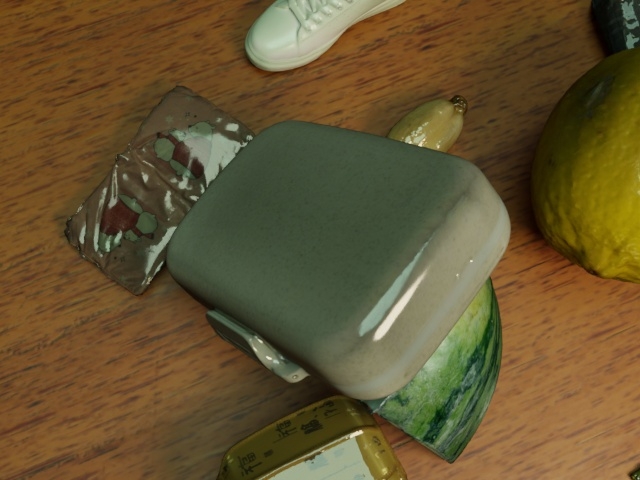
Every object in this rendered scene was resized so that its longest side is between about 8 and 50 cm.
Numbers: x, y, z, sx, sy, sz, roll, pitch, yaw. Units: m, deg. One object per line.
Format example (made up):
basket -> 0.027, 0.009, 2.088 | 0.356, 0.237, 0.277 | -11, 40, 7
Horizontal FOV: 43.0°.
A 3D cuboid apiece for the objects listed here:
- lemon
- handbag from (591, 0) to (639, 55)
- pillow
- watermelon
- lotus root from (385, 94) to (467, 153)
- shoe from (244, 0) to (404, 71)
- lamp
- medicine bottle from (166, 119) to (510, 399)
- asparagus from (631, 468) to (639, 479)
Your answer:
lemon -> 0.375, -0.085, 0.943 | 0.260, 0.260, 0.284 | 8, 70, -2
handbag -> 0.492, -0.303, 1.095 | 0.270, 0.088, 0.175 | -28, 88, -9
pillow -> -0.198, -0.064, 1.003 | 0.135, 0.049, 0.248 | 34, 81, 5
watermelon -> 0.100, 0.124, 0.919 | 0.201, 0.262, 0.213 | 17, 68, 34
lotus root -> 0.127, -0.129, 1.032 | 0.150, 0.062, 0.073 | -40, 105, -10
shoe -> 0.017, -0.319, 1.047 | 0.265, 0.110, 0.095 | -33, 82, -13
lamp -> -0.010, 0.261, 0.884 | 0.185, 0.161, 0.161 | -28, 80, -8
medicine bottle -> 0.000, 0.000, 0.857 | 0.282, 0.375, 0.123 | -52, 129, -13
asparagus -> 0.420, 0.254, 0.984 | 0.114, 0.014, 0.015 | -37, 98, -12
